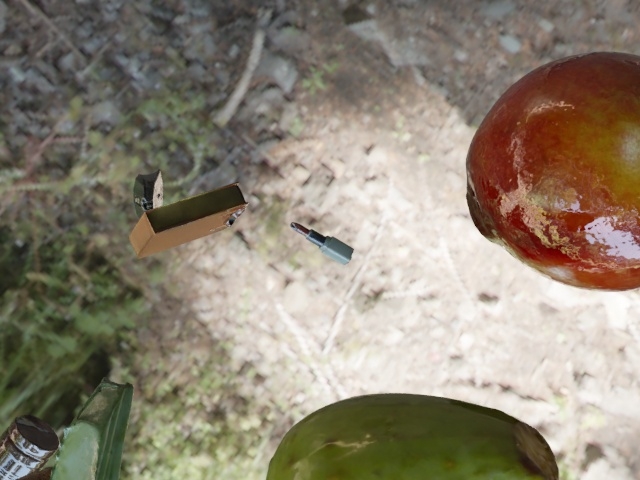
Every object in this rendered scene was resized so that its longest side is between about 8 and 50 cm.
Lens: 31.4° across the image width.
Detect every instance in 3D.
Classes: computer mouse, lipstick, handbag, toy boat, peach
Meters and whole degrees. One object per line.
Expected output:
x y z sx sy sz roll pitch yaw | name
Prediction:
-0.352 -0.090 2.295 0.057 0.172 0.099 3 103 -1 | computer mouse
0.000 0.000 1.746 0.107 0.025 0.025 31 152 -14 | lipstick
-0.230 -0.037 1.996 0.063 0.190 0.127 65 152 11 | handbag
-0.284 0.307 1.343 0.093 0.293 0.055 10 176 28 | toy boat
0.394 -0.099 1.682 0.388 0.388 0.388 24 144 18 | peach

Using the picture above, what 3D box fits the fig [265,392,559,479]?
0.102 0.288 1.248 0.326 0.258 0.258 -19 120 28 | fig

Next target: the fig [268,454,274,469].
0.016 0.504 2.226 0.274 0.145 0.170 15 119 34 | fig

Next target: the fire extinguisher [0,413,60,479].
-0.706 0.522 2.435 0.135 0.337 0.114 42 -169 16 | fire extinguisher

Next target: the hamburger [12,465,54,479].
-0.450 0.512 1.966 0.260 0.245 0.211 26 138 11 | hamburger
